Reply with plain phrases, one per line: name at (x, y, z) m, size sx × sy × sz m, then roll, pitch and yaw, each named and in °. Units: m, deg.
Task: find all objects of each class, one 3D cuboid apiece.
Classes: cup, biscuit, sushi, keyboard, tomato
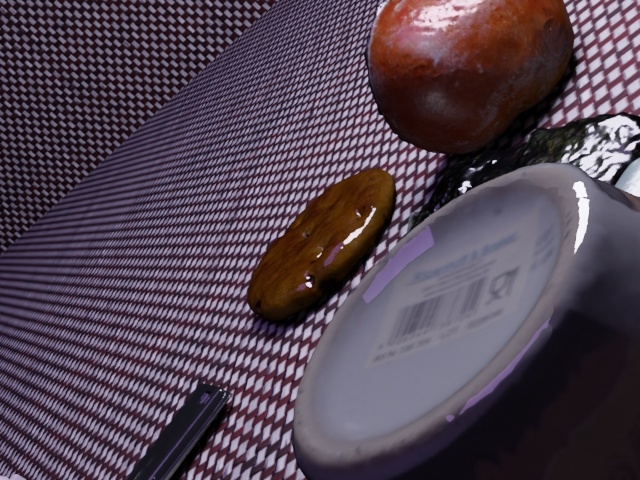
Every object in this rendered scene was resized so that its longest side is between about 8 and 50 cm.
cup at (0.149, 0.092, 0.401) m, size 0.301 × 0.257 × 0.227 m, roll -30°, pitch 27°, yaw 37°
biscuit at (0.000, 0.000, 1.254) m, size 0.212 × 0.036 × 0.212 m, roll -40°, pitch 19°, yaw 17°
sushi at (0.150, 0.003, 0.759) m, size 0.126 × 0.136 × 0.225 m, roll -56°, pitch 20°, yaw -21°
keyboard at (-0.170, 0.237, 1.156) m, size 0.230 × 0.025 × 0.094 m, roll -52°, pitch 17°, yaw -16°
tomato at (0.161, -0.189, 1.131) m, size 0.155 × 0.181 × 0.214 m, roll 7°, pitch 61°, yaw 46°

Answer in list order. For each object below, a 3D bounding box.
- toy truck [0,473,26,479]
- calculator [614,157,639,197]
toy truck at (-0.392, 0.318, 1.337) m, size 0.227 × 0.114 × 0.098 m, roll -17°, pitch 34°, yaw 56°
calculator at (0.160, 0.067, 0.605) m, size 0.045 × 0.141 × 0.246 m, roll 11°, pitch 59°, yaw 52°
